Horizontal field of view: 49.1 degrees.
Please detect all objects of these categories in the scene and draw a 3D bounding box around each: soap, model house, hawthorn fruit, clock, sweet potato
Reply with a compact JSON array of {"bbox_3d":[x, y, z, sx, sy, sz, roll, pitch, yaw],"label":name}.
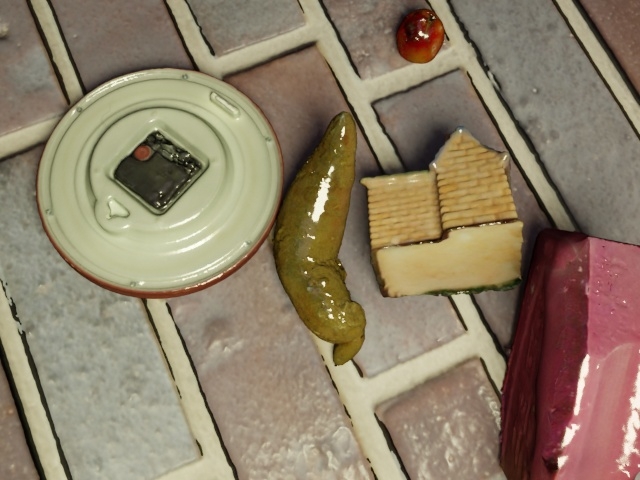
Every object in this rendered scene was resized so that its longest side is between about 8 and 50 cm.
[{"bbox_3d":[0.287,0.154,0.781,0.128,0.220,0.324,9,96,3],"label":"soap"},{"bbox_3d":[0.149,-0.037,0.880,0.183,0.166,0.172,-9,58,9],"label":"model house"},{"bbox_3d":[0.141,-0.290,0.993,0.077,0.077,0.077,1,72,-3],"label":"hawthorn fruit"},{"bbox_3d":[-0.205,-0.082,0.905,0.319,0.080,0.318,1,72,-3],"label":"clock"},{"bbox_3d":[-0.003,0.002,0.872,0.124,0.098,0.309,0,90,36],"label":"sweet potato"}]
